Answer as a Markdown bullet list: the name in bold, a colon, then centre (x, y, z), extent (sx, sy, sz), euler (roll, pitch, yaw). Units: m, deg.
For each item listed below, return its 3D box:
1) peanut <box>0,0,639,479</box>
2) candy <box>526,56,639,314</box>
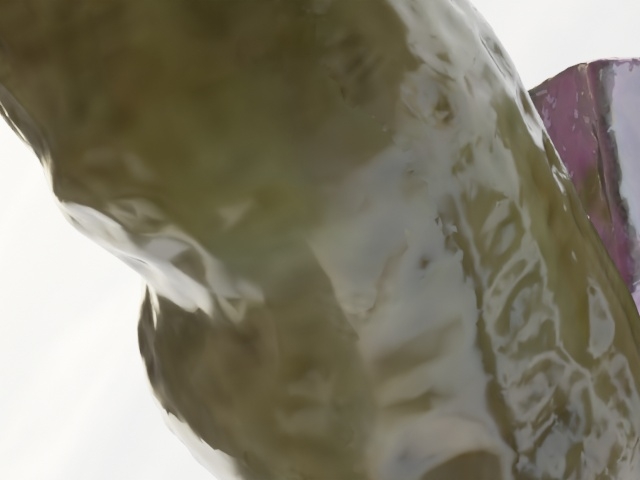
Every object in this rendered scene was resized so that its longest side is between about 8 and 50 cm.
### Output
- **peanut**: centre (0.000, 0.000, 0.426), extent (0.137, 0.253, 0.122), euler (-21, -155, 17)
- **candy**: centre (0.240, -0.034, 0.991), extent (0.115, 0.265, 0.156), euler (-21, -103, 55)
